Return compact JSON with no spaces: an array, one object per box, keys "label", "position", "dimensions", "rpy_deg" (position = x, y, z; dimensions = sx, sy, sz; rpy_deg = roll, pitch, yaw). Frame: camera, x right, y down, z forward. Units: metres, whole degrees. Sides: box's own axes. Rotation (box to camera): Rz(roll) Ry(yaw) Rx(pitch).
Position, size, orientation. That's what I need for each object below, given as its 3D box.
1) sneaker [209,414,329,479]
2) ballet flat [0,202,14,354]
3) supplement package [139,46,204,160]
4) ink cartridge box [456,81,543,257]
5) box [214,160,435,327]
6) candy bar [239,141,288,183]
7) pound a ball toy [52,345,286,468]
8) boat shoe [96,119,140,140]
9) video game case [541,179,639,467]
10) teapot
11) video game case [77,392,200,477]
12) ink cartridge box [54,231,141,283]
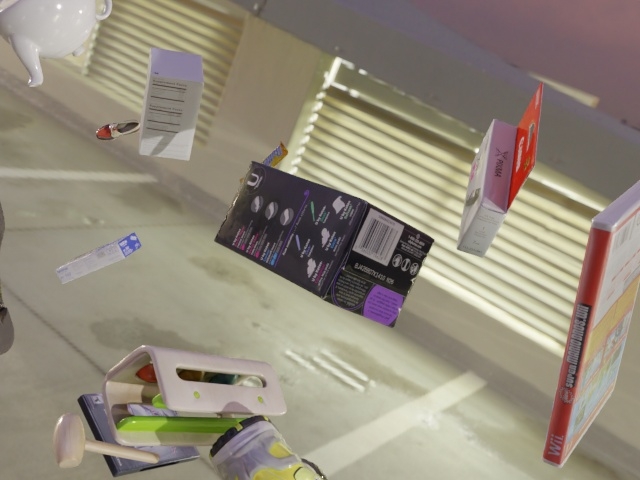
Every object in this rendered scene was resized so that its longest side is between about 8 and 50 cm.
[{"label":"sneaker","position":[-0.051,0.424,1.204],"dimensions":[0.147,0.145,0.385],"rpy_deg":[48,-6,40]},{"label":"ballet flat","position":[-0.461,0.035,1.014],"dimensions":[0.058,0.250,0.084],"rpy_deg":[-11,-1,36]},{"label":"supplement package","position":[-0.385,-0.348,1.950],"dimensions":[0.133,0.244,0.139],"rpy_deg":[5,43,-17]},{"label":"ink cartridge box","position":[0.338,-0.142,1.432],"dimensions":[0.060,0.239,0.275],"rpy_deg":[18,46,2]},{"label":"box","position":[0.000,0.000,1.106],"dimensions":[0.165,0.143,0.270],"rpy_deg":[26,-2,-43]},{"label":"candy bar","position":[-0.132,-0.172,1.772],"dimensions":[0.018,0.161,0.040],"rpy_deg":[7,52,-50]},{"label":"pound a ball toy","position":[-0.239,0.255,1.200],"dimensions":[0.319,0.208,0.136],"rpy_deg":[20,40,-51]},{"label":"boat shoe","position":[-0.604,-0.331,2.268],"dimensions":[0.137,0.049,0.043],"rpy_deg":[-13,0,-11]},{"label":"video game case","position":[0.317,0.086,0.848],"dimensions":[0.025,0.285,0.204],"rpy_deg":[18,26,32]},{"label":"teapot","position":[-0.603,-0.507,1.732],"dimensions":[0.187,0.256,0.252],"rpy_deg":[54,2,-36]},{"label":"video game case","position":[-0.408,0.429,1.729],"dimensions":[0.196,0.026,0.274],"rpy_deg":[55,20,23]},{"label":"ink cartridge box","position":[-0.575,0.046,1.965],"dimensions":[0.046,0.207,0.097],"rpy_deg":[65,19,-11]}]
